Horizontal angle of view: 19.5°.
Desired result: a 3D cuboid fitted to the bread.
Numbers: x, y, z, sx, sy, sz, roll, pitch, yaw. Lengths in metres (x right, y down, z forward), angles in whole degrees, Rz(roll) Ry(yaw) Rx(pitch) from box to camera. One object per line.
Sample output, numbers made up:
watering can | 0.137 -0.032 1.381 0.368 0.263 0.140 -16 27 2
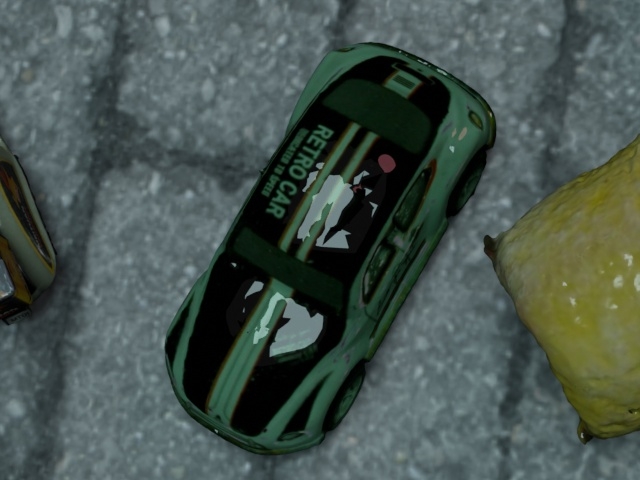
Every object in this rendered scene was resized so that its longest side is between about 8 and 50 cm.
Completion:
bread | 0.217 0.028 1.222 0.170 0.197 0.197 -25 76 16

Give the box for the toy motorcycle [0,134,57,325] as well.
toy motorcycle | -0.273 -0.057 1.333 0.091 0.157 0.263 -26 78 3

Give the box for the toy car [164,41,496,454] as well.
toy car | 0.000 0.000 1.292 0.136 0.125 0.306 30 85 13
